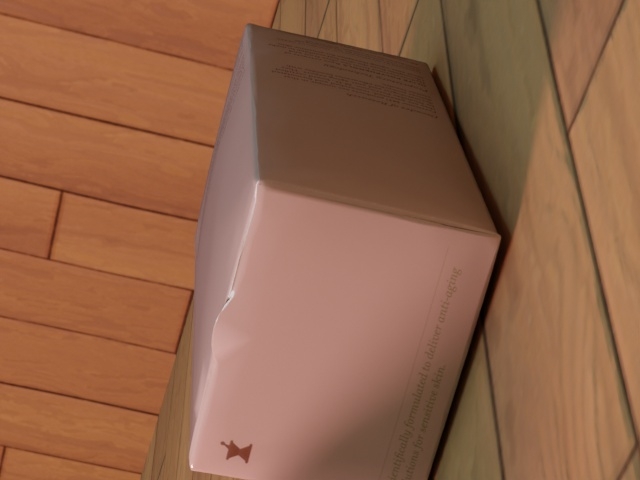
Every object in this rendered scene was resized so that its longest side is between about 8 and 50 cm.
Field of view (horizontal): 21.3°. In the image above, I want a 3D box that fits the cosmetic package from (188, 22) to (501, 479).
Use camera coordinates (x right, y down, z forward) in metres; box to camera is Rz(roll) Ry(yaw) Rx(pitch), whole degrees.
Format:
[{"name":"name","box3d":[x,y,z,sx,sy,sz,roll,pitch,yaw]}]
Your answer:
[{"name":"cosmetic package","box3d":[0.000,0.000,1.151,0.365,0.155,0.197,-100,24,-66]}]
